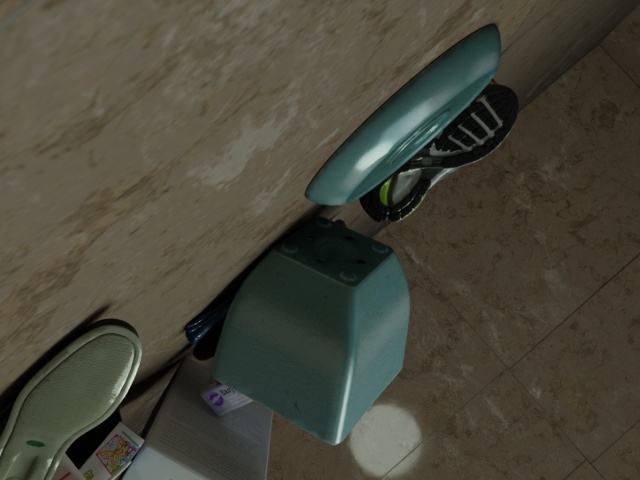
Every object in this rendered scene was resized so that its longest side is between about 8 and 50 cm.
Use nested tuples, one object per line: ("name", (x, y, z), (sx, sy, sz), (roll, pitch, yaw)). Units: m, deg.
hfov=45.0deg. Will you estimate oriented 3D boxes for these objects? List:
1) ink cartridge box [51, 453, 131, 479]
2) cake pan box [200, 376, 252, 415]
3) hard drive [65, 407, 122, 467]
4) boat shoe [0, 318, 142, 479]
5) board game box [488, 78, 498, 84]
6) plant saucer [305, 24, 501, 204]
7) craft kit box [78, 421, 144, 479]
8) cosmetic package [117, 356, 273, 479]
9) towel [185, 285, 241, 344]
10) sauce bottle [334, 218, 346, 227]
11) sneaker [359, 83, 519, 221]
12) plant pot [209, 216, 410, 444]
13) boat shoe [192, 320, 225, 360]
("ink cartridge box", (-0.416, 0.357, 0.921), (0.353, 0.119, 0.207), (-41, 177, 14))
("cake pan box", (-0.091, 0.207, 1.514), (0.267, 0.070, 0.245), (-30, -165, 30))
("hard drive", (-0.453, 0.395, 1.385), (0.172, 0.054, 0.255), (-36, 173, -47))
("boat shoe", (-0.251, 0.150, 0.724), (0.233, 0.084, 0.079), (-49, -149, 18))
("board game box", (0.211, -0.188, 1.441), (0.145, 0.027, 0.281), (-36, 174, -32))
("plant saucer", (0.114, -0.144, 0.981), (0.317, 0.043, 0.317), (-41, 176, -4))
("craft kit box", (-0.392, 0.421, 1.209), (0.246, 0.061, 0.250), (-55, -178, -35))
("cosmetic package", (-0.233, 0.408, 1.477), (0.161, 0.230, 0.453), (-58, -174, 8))
("towel", (-0.168, 0.120, 1.252), (0.119, 0.029, 0.067), (-40, 174, -23))
("sauce bottle", (0.000, 0.000, 1.422), (0.128, 0.042, 0.042), (-39, 176, -37))
("sneaker", (0.191, -0.153, 1.269), (0.300, 0.111, 0.121), (-37, -173, 21))
("plant pot", (0.001, 0.113, 1.231), (0.248, 0.247, 0.252), (-37, 145, -51))
("boat shoe", (-0.206, 0.202, 1.593), (0.135, 0.050, 0.045), (-39, 170, -23))
